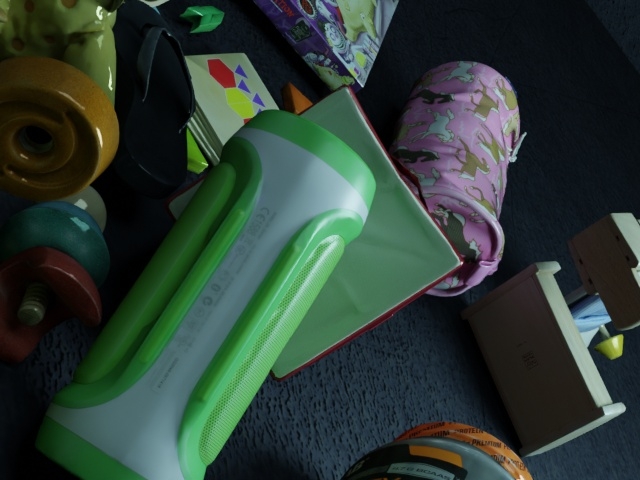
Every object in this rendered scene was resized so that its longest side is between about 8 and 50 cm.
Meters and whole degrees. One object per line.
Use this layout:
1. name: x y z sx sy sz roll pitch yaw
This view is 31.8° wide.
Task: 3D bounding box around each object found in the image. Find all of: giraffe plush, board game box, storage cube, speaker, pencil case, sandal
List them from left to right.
1. giraffe plush: -0.257 -0.177 0.924 0.171 0.210 0.181 2 70 -15
2. sandal: -0.151 -0.142 1.064 0.097 0.054 0.254 29 34 -37
3. speaker: -0.079 0.052 0.822 0.131 0.131 0.296 40 74 -26
4. storage cube: 0.000 0.000 1.005 0.183 0.215 0.193 58 2 5
5. board game box: 0.013 -0.351 1.513 0.208 0.056 0.347 44 35 -17
6. pencil case: 0.167 -0.088 1.434 0.386 0.167 0.160 -67 151 -55

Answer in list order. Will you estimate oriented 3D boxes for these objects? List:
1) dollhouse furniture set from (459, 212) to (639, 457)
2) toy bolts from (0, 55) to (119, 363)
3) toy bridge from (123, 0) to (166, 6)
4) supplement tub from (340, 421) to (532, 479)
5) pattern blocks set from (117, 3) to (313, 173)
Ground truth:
1. dollhouse furniture set: 0.386 0.117 1.417 0.303 0.286 0.198 -3 63 -43
2. toy bolts: -0.215 -0.052 0.825 0.158 0.218 0.228 -87 152 -55
3. toy bridge: -0.190 -0.273 1.146 0.188 0.026 0.063 7 90 -65
4. supplement tub: 0.068 0.286 0.889 0.193 0.194 0.316 54 29 -5
5. pattern blocks set: -0.085 -0.121 1.217 0.285 0.026 0.324 -5 64 -54
